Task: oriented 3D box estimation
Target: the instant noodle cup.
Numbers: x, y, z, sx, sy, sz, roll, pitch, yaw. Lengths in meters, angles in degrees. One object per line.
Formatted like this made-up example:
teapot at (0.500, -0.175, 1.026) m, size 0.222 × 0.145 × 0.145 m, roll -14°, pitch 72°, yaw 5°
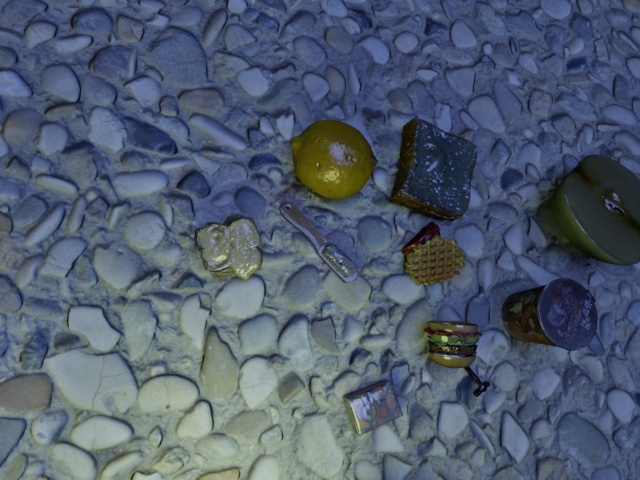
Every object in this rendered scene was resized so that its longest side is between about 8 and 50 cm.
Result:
instant noodle cup at (0.717, 0.238, 1.396) m, size 0.218 × 0.207 × 0.217 m, roll 3°, pitch 77°, yaw -14°

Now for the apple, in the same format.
apple at (0.976, -0.114, 1.504) m, size 0.360 × 0.320 × 0.311 m, roll 44°, pitch 110°, yaw 3°

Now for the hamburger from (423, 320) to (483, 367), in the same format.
hamburger at (0.401, 0.315, 1.322) m, size 0.175 × 0.175 × 0.136 m, roll 2°, pitch 85°, yaw -14°

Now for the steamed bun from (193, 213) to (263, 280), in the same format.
steamed bun at (-0.250, 0.025, 1.241) m, size 0.178 × 0.106 × 0.192 m, roll -22°, pitch 97°, yaw -4°

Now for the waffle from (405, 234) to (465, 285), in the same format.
waffle at (0.363, 0.066, 1.375) m, size 0.191 × 0.038 × 0.191 m, roll -2°, pitch 117°, yaw -4°

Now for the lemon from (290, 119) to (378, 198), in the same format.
lemon at (0.033, -0.245, 1.304) m, size 0.254 × 0.228 × 0.228 m, roll 30°, pitch 73°, yaw -1°

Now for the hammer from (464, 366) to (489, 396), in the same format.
hammer at (0.467, 0.412, 1.391) m, size 0.065 × 0.021 × 0.178 m, roll -38°, pitch 89°, yaw -18°

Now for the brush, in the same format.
brush at (0.000, 0.000, 1.333) m, size 0.327 × 0.065 × 0.070 m, roll 46°, pitch 74°, yaw -1°

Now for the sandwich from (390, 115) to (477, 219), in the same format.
sandwich at (0.385, -0.227, 1.463) m, size 0.271 × 0.099 × 0.301 m, roll 17°, pitch 74°, yaw -11°

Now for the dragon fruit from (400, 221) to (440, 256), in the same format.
dragon fruit at (0.357, 0.015, 1.416) m, size 0.162 × 0.083 × 0.106 m, roll -40°, pitch 94°, yaw -22°

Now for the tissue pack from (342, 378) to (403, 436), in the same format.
tissue pack at (0.152, 0.483, 1.272) m, size 0.148 × 0.060 × 0.108 m, roll -16°, pitch 84°, yaw -17°
